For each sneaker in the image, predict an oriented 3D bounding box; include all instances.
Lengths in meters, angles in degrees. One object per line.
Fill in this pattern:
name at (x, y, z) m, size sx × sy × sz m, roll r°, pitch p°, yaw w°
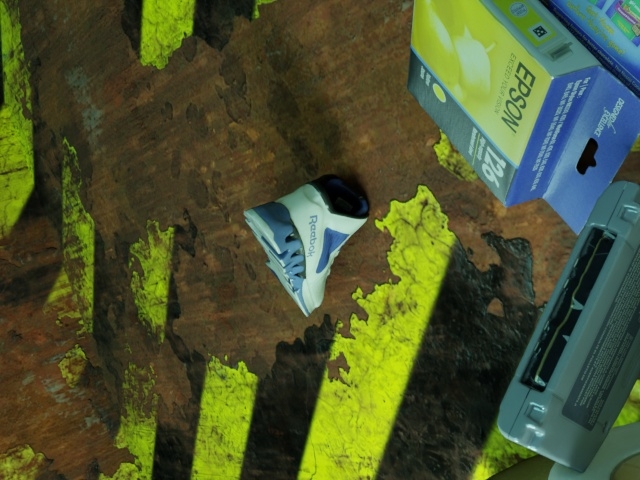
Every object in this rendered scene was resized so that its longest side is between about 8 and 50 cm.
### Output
sneaker at (0.000, -0.001, 1.474) m, size 0.127 × 0.182 × 0.315 m, roll 52°, pitch 170°, yaw 26°

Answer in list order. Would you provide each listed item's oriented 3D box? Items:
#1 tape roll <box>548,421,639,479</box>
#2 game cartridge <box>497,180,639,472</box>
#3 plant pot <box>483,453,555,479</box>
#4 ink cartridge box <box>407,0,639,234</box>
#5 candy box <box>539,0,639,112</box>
tape roll at (0.397, 0.299, 0.965) m, size 0.286 × 0.286 × 0.100 m, roll 5°, pitch 110°, yaw 51°
game cartridge at (0.306, 0.103, 0.975) m, size 0.060 × 0.196 × 0.294 m, roll 21°, pitch 82°, yaw 45°
plant pot at (0.302, 0.396, 1.215) m, size 0.237 × 0.237 × 0.254 m, roll 49°, pitch 126°, yaw 26°
ink cartridge box at (0.218, -0.167, 1.050) m, size 0.307 × 0.072 × 0.303 m, roll 55°, pitch 168°, yaw 21°
candy box at (0.359, -0.305, 0.850) m, size 0.268 × 0.122 × 0.317 m, roll 52°, pitch 143°, yaw 22°
